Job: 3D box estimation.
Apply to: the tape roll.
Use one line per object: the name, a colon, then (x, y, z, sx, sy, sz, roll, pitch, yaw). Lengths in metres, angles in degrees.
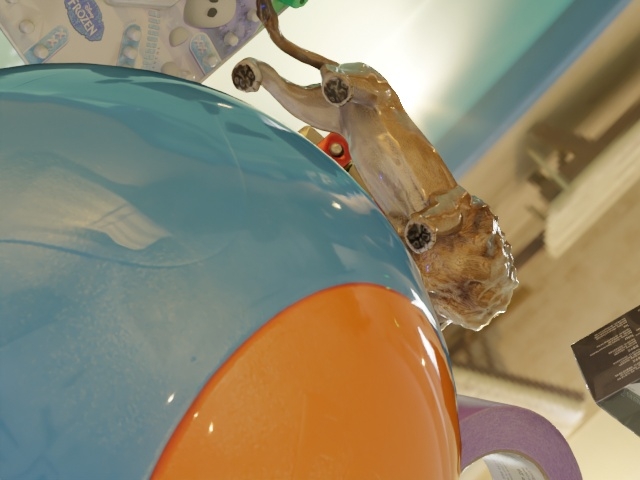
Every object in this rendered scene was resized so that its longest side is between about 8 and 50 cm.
tape roll: (0.144, 0.295, 1.379, 0.274, 0.275, 0.090, -30, -159, -34)

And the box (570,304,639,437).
box: (0.435, 0.096, 1.358, 0.307, 0.077, 0.242, -33, 140, 19)

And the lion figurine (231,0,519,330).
lion figurine: (0.071, -0.080, 1.439, 0.142, 0.392, 0.240, -27, 175, 27)

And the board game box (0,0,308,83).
board game box: (-0.191, -0.327, 1.622, 0.390, 0.050, 0.390, -43, 138, -12)

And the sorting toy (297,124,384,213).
sorting toy: (0.000, 0.000, 1.723, 0.255, 0.257, 0.089, -43, 172, -28)

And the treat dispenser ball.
treat dispenser ball: (-0.091, 0.078, 0.515, 0.288, 0.288, 0.288, -37, 161, -15)
